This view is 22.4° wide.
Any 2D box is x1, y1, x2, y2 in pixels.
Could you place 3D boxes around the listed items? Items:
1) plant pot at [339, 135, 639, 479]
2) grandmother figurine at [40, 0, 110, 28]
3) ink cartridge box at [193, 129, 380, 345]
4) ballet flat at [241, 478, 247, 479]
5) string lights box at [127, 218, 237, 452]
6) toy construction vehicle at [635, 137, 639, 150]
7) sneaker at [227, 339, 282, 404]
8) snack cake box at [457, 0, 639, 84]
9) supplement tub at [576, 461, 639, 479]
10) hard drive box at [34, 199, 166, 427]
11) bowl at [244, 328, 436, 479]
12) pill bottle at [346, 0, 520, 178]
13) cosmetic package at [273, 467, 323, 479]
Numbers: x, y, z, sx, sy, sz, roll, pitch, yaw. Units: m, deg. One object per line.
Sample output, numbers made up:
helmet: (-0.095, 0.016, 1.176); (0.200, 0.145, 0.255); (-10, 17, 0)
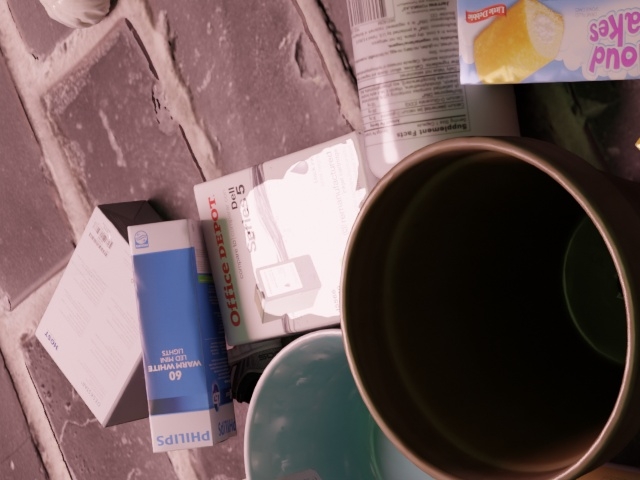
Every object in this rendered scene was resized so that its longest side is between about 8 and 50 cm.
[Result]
plant pot: (0.229, 0.055, 1.507); (0.323, 0.280, 0.323); (7, 101, 42)
grandmother figurine: (-0.336, -0.444, 2.088); (0.208, 0.104, 0.342); (178, 82, -70)
ink cartridge box: (0.000, 0.000, 1.821); (0.272, 0.114, 0.198); (-16, 85, 43)
ballet flat: (-0.109, 0.370, 2.000); (0.316, 0.107, 0.106); (-43, 48, 32)
string lights box: (-0.159, 0.109, 1.885); (0.076, 0.133, 0.260); (-7, 87, 8)
toy construction vehicle: (0.352, -0.087, 1.541); (0.098, 0.035, 0.086); (51, 126, 25)
sneaker: (-0.101, 0.175, 1.974); (0.170, 0.063, 0.075); (-33, 70, 37)
snack cake box: (0.278, -0.196, 1.516); (0.264, 0.152, 0.089); (3, 98, 43)
supplement tub: (0.292, 0.326, 1.523); (0.316, 0.228, 0.228); (5, 100, 42)
hard drive box: (-0.253, 0.094, 2.084); (0.181, 0.089, 0.232); (49, 125, 27)
bowl: (0.081, 0.240, 1.749); (0.311, 0.163, 0.312); (6, 99, 41)
pill bottle: (0.120, -0.148, 1.661); (0.160, 0.160, 0.283); (-6, 92, 43)
cosmetic package: (0.002, 0.356, 1.650); (0.231, 0.117, 0.085); (51, 128, 24)
